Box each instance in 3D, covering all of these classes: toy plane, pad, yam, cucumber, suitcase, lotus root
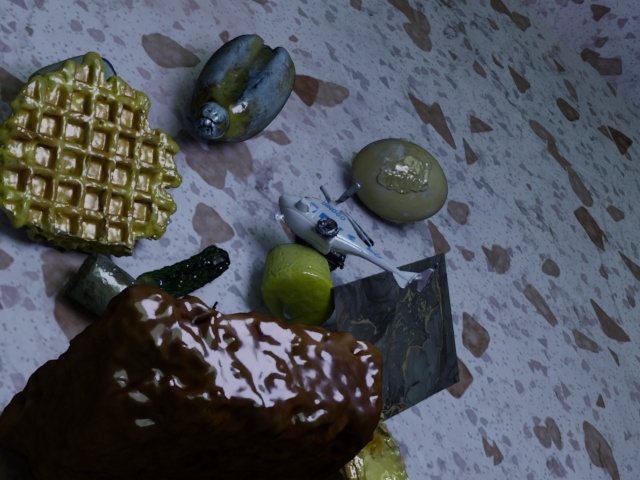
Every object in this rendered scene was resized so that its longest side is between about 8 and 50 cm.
[{"bbox_3d":[0.044,0.009,1.832,0.273,0.182,0.107,47,53,1],"label":"toy plane"},{"bbox_3d":[0.139,0.170,1.922,0.367,0.007,0.247,-14,97,-53],"label":"pad"},{"bbox_3d":[-0.269,0.093,1.576,0.179,0.078,0.078,38,36,-18],"label":"yam"},{"bbox_3d":[-0.207,0.054,1.704,0.058,0.058,0.187,55,33,7],"label":"cucumber"},{"bbox_3d":[0.000,0.000,1.984,0.086,0.059,0.126,31,37,-27],"label":"suitcase"},{"bbox_3d":[-0.152,-0.250,1.978,0.158,0.140,0.322,29,42,0],"label":"lotus root"}]

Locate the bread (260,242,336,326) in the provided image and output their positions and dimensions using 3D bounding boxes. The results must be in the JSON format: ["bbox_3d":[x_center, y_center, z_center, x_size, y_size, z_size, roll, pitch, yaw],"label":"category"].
[{"bbox_3d":[-0.033,0.074,1.816,0.114,0.111,0.129,-98,171,-50],"label":"bread"}]

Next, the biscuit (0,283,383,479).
[{"bbox_3d":[-0.148,0.224,1.363,0.395,0.342,0.166,15,50,-37],"label":"biscuit"}]

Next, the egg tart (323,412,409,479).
[{"bbox_3d":[0.061,0.328,1.518,0.212,0.090,0.212,50,27,-39],"label":"egg tart"}]

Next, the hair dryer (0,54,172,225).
[{"bbox_3d":[-0.377,-0.119,1.653,0.296,0.119,0.298,-25,91,-49],"label":"hair dryer"}]

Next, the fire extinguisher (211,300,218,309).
[{"bbox_3d":[-0.181,0.136,1.684,0.046,0.032,0.100,6,45,-2],"label":"fire extinguisher"}]

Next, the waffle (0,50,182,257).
[{"bbox_3d":[-0.331,-0.103,1.610,0.312,0.060,0.307,52,53,-28],"label":"waffle"}]

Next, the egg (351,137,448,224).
[{"bbox_3d":[0.156,-0.116,2.174,0.201,0.164,0.164,26,41,-20],"label":"egg"}]
